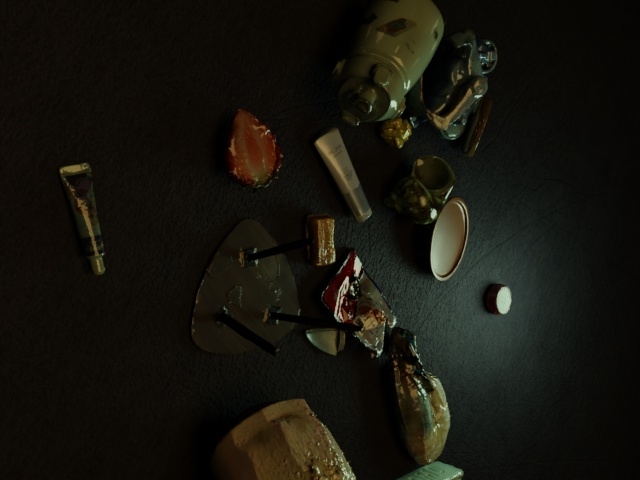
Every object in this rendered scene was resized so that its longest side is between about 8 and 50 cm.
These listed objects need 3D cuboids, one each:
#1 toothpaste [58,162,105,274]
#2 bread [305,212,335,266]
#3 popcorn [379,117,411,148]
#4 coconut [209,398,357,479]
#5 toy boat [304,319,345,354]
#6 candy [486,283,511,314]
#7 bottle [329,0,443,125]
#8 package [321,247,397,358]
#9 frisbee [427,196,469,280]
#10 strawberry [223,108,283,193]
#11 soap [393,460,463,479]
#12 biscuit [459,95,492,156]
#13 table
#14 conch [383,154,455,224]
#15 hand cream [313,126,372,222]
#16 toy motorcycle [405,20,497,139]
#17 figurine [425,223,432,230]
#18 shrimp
[{"bbox_3d":[-0.447,-0.039,1.418,0.062,0.037,0.216,-17,100,-40],"label":"toothpaste"},{"bbox_3d":[0.000,0.000,1.826,0.074,0.053,0.132,-12,102,-38],"label":"bread"},{"bbox_3d":[0.199,-0.289,1.978,0.084,0.084,0.084,-5,97,-43],"label":"popcorn"},{"bbox_3d":[-0.087,0.498,1.635,0.298,0.309,0.297,-24,147,-17],"label":"coconut"},{"bbox_3d":[0.005,0.245,1.874,0.122,0.034,0.096,-1,91,-34],"label":"toy boat"},{"bbox_3d":[0.573,0.190,2.383,0.103,0.043,0.103,-4,97,-43],"label":"candy"},{"bbox_3d":[0.147,-0.421,1.799,0.229,0.229,0.351,47,55,-35],"label":"bottle"},{"bbox_3d":[0.107,0.174,1.933,0.269,0.071,0.194,49,41,-23],"label":"package"},{"bbox_3d":[0.371,-0.004,2.158,0.251,0.021,0.250,-21,116,-51],"label":"frisbee"},{"bbox_3d":[-0.164,-0.196,1.637,0.147,0.082,0.186,-26,105,-45],"label":"strawberry"},{"bbox_3d":[0.309,0.700,2.136,0.199,0.115,0.063,-6,98,-43],"label":"soap"},{"bbox_3d":[0.441,-0.328,2.134,0.208,0.049,0.180,-44,152,-76],"label":"biscuit"},{"bbox_3d":[-0.097,0.144,1.613,0.317,0.249,0.317,-5,97,-43],"label":"table"},{"bbox_3d":[0.267,-0.133,2.021,0.182,0.124,0.187,2,69,-34],"label":"conch"},{"bbox_3d":[0.059,-0.162,1.867,0.079,0.048,0.255,-42,120,-31],"label":"hand cream"},{"bbox_3d":[0.362,-0.440,2.007,0.319,0.182,0.241,-65,150,-5],"label":"toy motorcycle"},{"bbox_3d":[0.313,-0.052,2.122,0.109,0.047,0.064,39,39,-45],"label":"figurine"},{"bbox_3d":[0.284,0.441,2.104,0.221,0.110,0.445,-41,123,-40],"label":"shrimp"}]
